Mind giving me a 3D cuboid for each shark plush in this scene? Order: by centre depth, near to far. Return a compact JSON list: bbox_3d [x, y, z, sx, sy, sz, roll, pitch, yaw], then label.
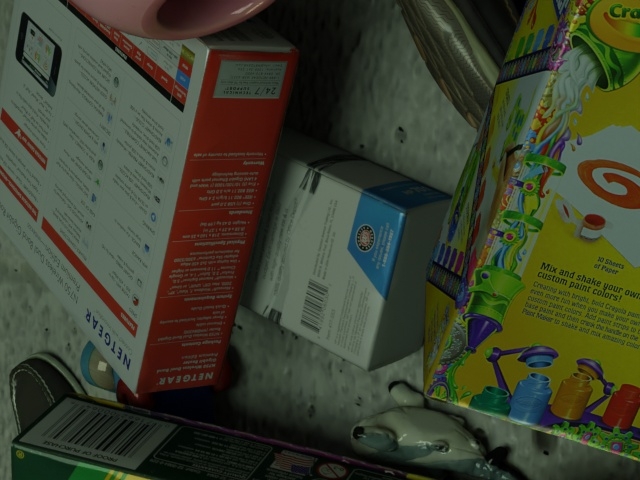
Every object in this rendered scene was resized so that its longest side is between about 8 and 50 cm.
[{"bbox_3d":[0.100,0.170,1.254,0.161,0.073,0.067,9,127,15],"label":"shark plush"}]

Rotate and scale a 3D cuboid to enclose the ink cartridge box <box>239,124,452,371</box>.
[{"bbox_3d":[0.000,0.000,1.255,0.190,0.082,0.140,27,115,33],"label":"ink cartridge box"}]

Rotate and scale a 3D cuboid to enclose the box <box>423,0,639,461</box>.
[{"bbox_3d":[0.241,-0.019,0.924,0.290,0.177,0.279,18,115,-4],"label":"box"}]

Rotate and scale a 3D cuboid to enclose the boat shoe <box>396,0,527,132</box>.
[{"bbox_3d":[0.101,-0.216,1.085,0.130,0.132,0.355,-29,73,0],"label":"boat shoe"}]

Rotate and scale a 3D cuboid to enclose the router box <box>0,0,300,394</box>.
[{"bbox_3d":[-0.168,-0.088,1.295,0.335,0.082,0.301,43,127,44],"label":"router box"}]

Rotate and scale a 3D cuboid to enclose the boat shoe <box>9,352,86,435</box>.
[{"bbox_3d":[-0.254,0.220,1.506,0.081,0.068,0.228,-29,82,38],"label":"boat shoe"}]

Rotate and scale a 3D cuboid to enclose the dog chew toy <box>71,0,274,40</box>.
[{"bbox_3d":[-0.129,-0.311,1.077,0.206,0.206,0.332,-31,74,37],"label":"dog chew toy"}]

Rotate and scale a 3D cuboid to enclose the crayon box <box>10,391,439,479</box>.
[{"bbox_3d":[-0.072,0.319,1.279,0.363,0.106,0.313,11,114,18],"label":"crayon box"}]

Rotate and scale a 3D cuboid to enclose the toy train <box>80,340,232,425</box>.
[{"bbox_3d":[-0.151,0.206,1.415,0.143,0.105,0.248,11,112,50],"label":"toy train"}]
